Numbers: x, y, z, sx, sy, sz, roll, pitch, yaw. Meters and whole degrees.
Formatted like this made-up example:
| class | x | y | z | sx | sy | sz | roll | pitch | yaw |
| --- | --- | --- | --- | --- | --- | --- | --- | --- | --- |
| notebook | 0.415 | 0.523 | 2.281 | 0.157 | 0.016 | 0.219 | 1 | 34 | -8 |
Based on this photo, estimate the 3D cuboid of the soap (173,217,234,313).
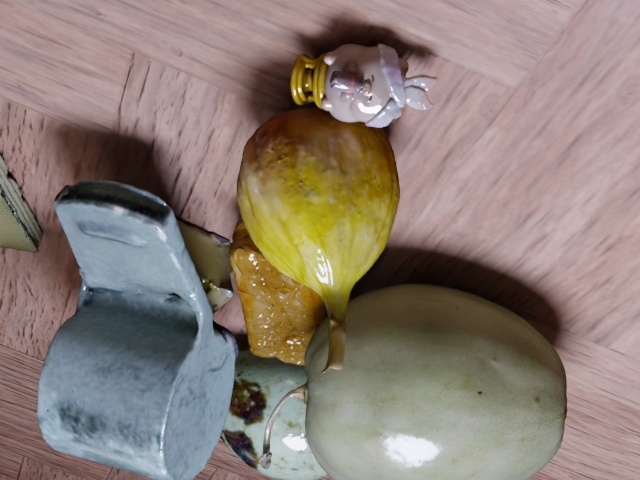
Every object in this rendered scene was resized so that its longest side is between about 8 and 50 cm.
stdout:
| class | x | y | z | sx | sy | sz | roll | pitch | yaw |
| --- | --- | --- | --- | --- | --- | --- | --- | --- | --- |
| soap | -0.199 | 0.055 | 1.390 | 0.135 | 0.076 | 0.233 | 28 | 145 | -15 |

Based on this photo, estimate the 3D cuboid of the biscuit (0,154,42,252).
| class | x | y | z | sx | sy | sz | roll | pitch | yaw |
| --- | --- | --- | --- | --- | --- | --- | --- | --- | --- |
| biscuit | -0.422 | -0.058 | 1.362 | 0.121 | 0.041 | 0.199 | 8 | 148 | 11 |

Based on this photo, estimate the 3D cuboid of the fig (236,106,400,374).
| class | x | y | z | sx | sy | sz | roll | pitch | yaw |
| --- | --- | --- | --- | --- | --- | --- | --- | --- | --- |
| fig | 0.000 | 0.000 | 1.034 | 0.159 | 0.257 | 0.159 | -4 | 156 | -2 |

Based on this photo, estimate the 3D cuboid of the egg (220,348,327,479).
| class | x | y | z | sx | sy | sz | roll | pitch | yaw |
| --- | --- | --- | --- | --- | --- | --- | --- | --- | --- |
| egg | -0.057 | 0.227 | 1.496 | 0.231 | 0.169 | 0.169 | 25 | 150 | 14 |

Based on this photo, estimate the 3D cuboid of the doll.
| class | x | y | z | sx | sy | sz | roll | pitch | yaw |
| --- | --- | --- | --- | --- | --- | --- | --- | --- | --- |
| doll | 0.036 | -0.137 | 0.979 | 0.127 | 0.073 | 0.084 | 7 | -175 | 21 |

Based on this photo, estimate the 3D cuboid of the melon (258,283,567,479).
| class | x | y | z | sx | sy | sz | roll | pitch | yaw |
| --- | --- | --- | --- | --- | --- | --- | --- | --- | --- |
| melon | 0.119 | 0.173 | 1.250 | 0.308 | 0.272 | 0.272 | 19 | 148 | -14 |

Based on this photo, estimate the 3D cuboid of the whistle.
| class | x | y | z | sx | sy | sz | roll | pitch | yaw |
| --- | --- | --- | --- | --- | --- | --- | --- | --- | --- |
| whistle | -0.206 | 0.109 | 1.290 | 0.168 | 0.188 | 0.405 | 12 | 112 | 18 |

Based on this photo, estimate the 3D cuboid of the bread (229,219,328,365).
| class | x | y | z | sx | sy | sz | roll | pitch | yaw |
| --- | --- | --- | --- | --- | --- | --- | --- | --- | --- |
| bread | -0.028 | 0.065 | 1.319 | 0.139 | 0.077 | 0.271 | 7 | 148 | 10 |
